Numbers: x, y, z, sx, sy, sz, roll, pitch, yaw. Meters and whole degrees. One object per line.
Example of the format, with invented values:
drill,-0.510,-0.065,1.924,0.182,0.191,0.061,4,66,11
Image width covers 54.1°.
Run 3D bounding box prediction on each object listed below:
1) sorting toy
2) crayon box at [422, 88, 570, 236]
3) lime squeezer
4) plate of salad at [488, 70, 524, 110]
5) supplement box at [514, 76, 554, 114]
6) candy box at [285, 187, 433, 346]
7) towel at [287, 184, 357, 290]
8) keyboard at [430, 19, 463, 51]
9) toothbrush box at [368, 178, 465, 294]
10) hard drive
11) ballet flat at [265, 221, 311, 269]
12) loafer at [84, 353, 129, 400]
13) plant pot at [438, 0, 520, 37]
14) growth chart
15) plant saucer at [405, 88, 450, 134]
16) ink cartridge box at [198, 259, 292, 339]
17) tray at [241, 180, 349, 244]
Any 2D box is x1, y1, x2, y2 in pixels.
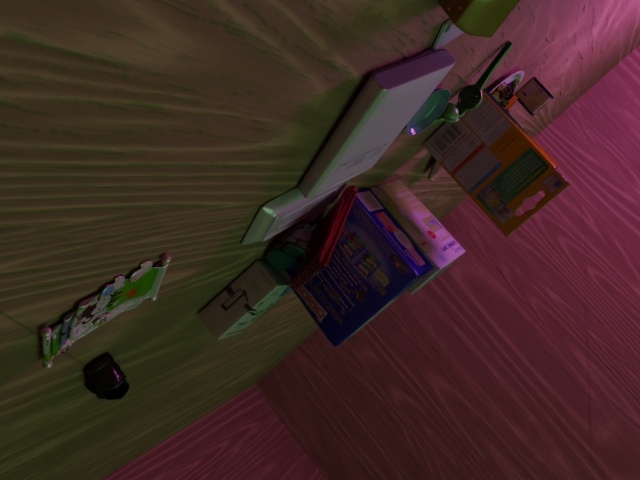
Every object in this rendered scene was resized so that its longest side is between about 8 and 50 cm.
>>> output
sorting toy,0.451,-0.318,1.891,0.307,0.041,0.229,-38,164,-9
crayon box,0.444,-0.197,1.584,0.203,0.323,0.083,-45,168,27
lime squeezer,0.310,-0.310,1.398,0.310,0.059,0.110,-38,169,-4
plate of salad,0.478,-0.375,1.692,0.200,0.048,0.200,-37,165,-12
supplement box,0.656,-0.442,1.928,0.083,0.083,0.056,-43,167,23
candy box,0.081,0.071,1.608,0.317,0.268,0.122,-45,164,29
towel,0.000,0.000,1.407,0.198,0.031,0.275,-66,-172,-21
keyboard,0.292,-0.405,1.086,0.256,0.014,0.072,-35,173,-20
toothbrush box,0.231,-0.018,1.710,0.122,0.283,0.206,-46,167,31
hard drive,0.094,-0.204,1.133,0.203,0.040,0.307,-30,166,-37
ballet flat,-0.062,0.008,1.396,0.079,0.077,0.221,-65,-170,-21
loafer,-0.445,0.307,1.317,0.080,0.078,0.220,-35,168,-21
plant pot,0.221,-0.348,0.905,0.083,0.081,0.081,-19,159,-34
growth chart,-0.348,0.111,1.014,0.237,0.021,0.172,-34,167,-29
plant saucer,0.217,-0.272,1.298,0.119,0.021,0.119,-35,158,-16
ink cartridge box,-0.176,0.143,1.527,0.203,0.086,0.148,-42,169,10
tray,-0.035,-0.074,1.278,0.270,0.030,0.145,-31,167,-37
